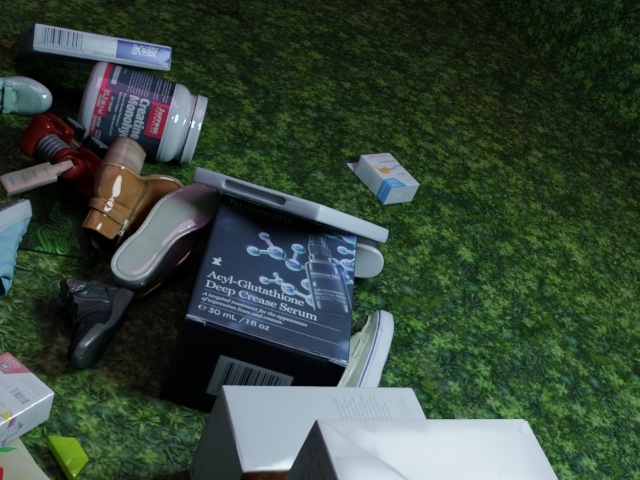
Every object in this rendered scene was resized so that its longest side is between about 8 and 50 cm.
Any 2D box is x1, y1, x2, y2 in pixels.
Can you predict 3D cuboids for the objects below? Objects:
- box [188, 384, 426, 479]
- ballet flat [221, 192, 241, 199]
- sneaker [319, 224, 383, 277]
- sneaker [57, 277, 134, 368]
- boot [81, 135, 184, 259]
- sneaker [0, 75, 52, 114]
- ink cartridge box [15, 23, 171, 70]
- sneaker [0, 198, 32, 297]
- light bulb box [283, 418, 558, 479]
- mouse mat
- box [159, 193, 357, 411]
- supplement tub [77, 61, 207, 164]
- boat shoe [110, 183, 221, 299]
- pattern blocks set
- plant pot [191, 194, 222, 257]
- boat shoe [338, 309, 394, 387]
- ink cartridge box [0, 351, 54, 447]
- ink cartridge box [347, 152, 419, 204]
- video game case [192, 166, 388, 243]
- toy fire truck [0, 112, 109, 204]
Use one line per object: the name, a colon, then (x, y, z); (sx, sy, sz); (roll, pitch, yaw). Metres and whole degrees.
box: (-0.011, 0.366, 1.491); (0.345, 0.215, 0.168); (5, 39, -24)
ballet flat: (-0.187, -0.029, 2.053); (0.074, 0.074, 0.203); (-3, 44, -33)
sneaker: (0.000, 0.000, 2.113); (0.295, 0.104, 0.147); (15, 20, -1)
sneaker: (-0.432, 0.143, 1.666); (0.130, 0.087, 0.227); (20, 31, -1)
boot: (-0.379, -0.053, 1.921); (0.109, 0.283, 0.220); (3, 62, 21)
sneaker: (-0.748, -0.315, 2.088); (0.256, 0.094, 0.151); (10, 29, -2)
ink cartridge box: (-0.568, -0.471, 2.287); (0.324, 0.071, 0.330); (4, 8, -26)
sneaker: (-0.619, 0.027, 1.704); (0.135, 0.150, 0.366); (-10, 16, 8)
light bulb box: (0.118, 0.450, 1.324); (0.358, 0.361, 0.225); (5, 40, -25)
mouse mat: (-0.547, -0.033, 1.905); (0.152, 0.007, 0.190); (10, 37, -19)
box: (-0.105, 0.135, 1.755); (0.293, 0.212, 0.395); (17, 34, -8)
supplement tub: (-0.418, -0.294, 2.170); (0.272, 0.191, 0.191); (15, 35, -11)
boat shoe: (-0.307, -0.001, 1.855); (0.109, 0.091, 0.305); (29, 52, 14)
pattern blocks set: (-0.485, 0.365, 1.382); (0.285, 0.026, 0.325); (-8, 45, -37)
plant pot: (-0.248, -0.028, 1.994); (0.096, 0.109, 0.109); (48, 40, 16)
boat shoe: (0.076, 0.235, 1.821); (0.094, 0.109, 0.302); (21, 37, 0)
ink cartridge box: (-0.524, 0.264, 1.412); (0.115, 0.067, 0.198); (36, 34, 19)
ink cartridge box: (0.165, -0.177, 2.469); (0.104, 0.061, 0.181); (-8, 45, -38)
video game case: (-0.054, -0.069, 1.896); (0.300, 0.036, 0.329); (18, 1, 28)
toy fire truck: (-0.561, -0.166, 1.915); (0.217, 0.158, 0.246); (39, 7, 20)
